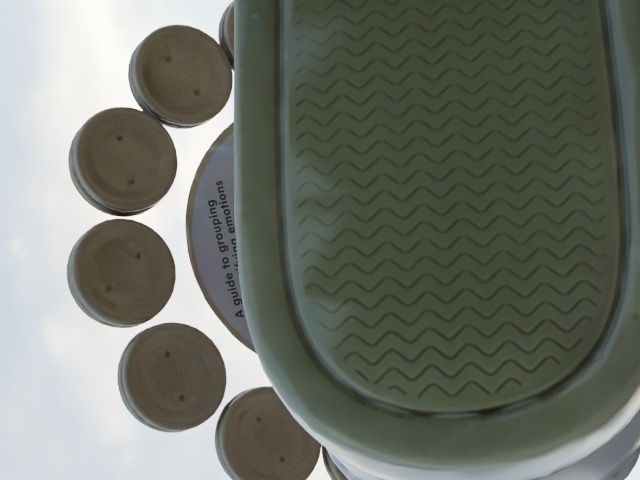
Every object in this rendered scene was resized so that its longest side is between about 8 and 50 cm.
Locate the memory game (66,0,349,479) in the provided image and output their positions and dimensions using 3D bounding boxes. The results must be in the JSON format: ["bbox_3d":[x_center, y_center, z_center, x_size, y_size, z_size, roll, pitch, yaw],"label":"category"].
[{"bbox_3d":[0.000,0.000,0.677,0.186,0.012,0.186,6,-105,-22],"label":"memory game"}]

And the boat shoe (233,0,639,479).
[{"bbox_3d":[0.034,-0.089,0.419,0.103,0.113,0.302,63,-147,-69],"label":"boat shoe"}]
